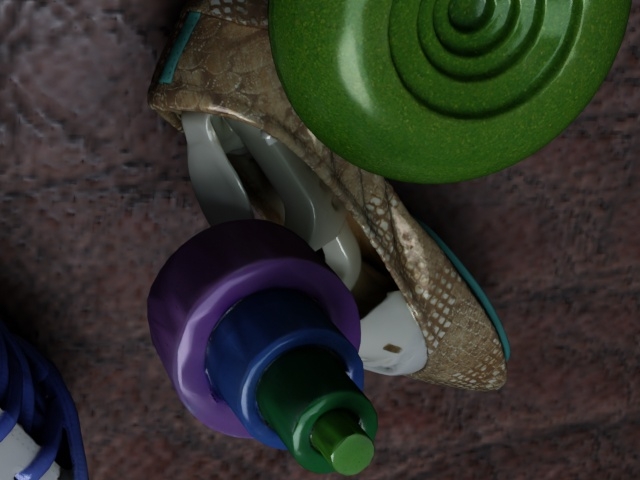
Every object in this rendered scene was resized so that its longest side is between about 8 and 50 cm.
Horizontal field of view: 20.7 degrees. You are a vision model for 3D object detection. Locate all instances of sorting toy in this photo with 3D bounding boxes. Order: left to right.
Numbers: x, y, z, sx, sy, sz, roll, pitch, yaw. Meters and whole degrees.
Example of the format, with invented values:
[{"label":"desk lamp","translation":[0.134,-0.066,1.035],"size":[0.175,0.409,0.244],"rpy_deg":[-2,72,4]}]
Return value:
[{"label":"sorting toy","translation":[0.077,-0.077,0.516],"size":[0.127,0.126,0.365],"rpy_deg":[29,99,-32]}]

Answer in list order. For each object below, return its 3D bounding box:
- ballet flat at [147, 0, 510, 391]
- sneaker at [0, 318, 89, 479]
[{"label":"ballet flat","translation":[0.000,0.000,0.631],"size":[0.067,0.073,0.206],"rpy_deg":[-52,123,-26]},{"label":"sneaker","translation":[-0.148,0.037,0.606],"size":[0.182,0.127,0.315],"rpy_deg":[10,121,-32]}]
